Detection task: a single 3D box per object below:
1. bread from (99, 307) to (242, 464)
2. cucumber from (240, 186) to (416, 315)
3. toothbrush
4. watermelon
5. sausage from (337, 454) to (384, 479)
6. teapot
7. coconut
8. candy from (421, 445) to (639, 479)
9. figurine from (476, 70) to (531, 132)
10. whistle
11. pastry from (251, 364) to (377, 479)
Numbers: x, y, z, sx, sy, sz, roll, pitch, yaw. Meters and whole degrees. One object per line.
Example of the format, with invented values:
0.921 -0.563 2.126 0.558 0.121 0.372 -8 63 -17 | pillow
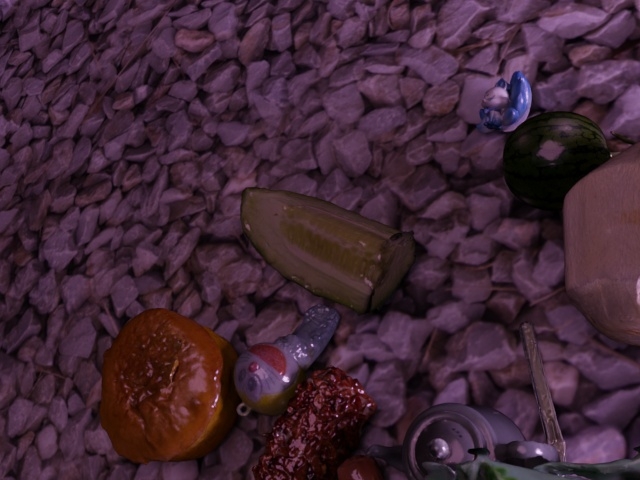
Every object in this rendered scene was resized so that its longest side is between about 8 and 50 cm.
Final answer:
-0.247 0.247 1.243 0.268 0.145 0.269 -14 63 29 | bread
0.001 0.002 1.244 0.325 0.105 0.145 24 107 36 | cucumber
0.302 0.240 1.000 0.026 0.028 0.294 -18 54 20 | toothbrush
0.352 -0.115 1.069 0.187 0.141 0.141 -9 63 20 | watermelon
0.087 0.429 1.003 0.078 0.078 0.304 -29 56 15 | sausage
0.183 0.276 0.974 0.239 0.149 0.162 -7 63 28 | teapot
0.418 -0.010 0.922 0.237 0.237 0.266 -4 64 29 | coconut
0.309 0.363 0.838 0.397 0.172 0.263 -5 96 26 | candy
0.291 -0.222 1.191 0.114 0.079 0.114 -161 90 -79 | figurine
-0.055 0.183 1.185 0.123 0.123 0.223 29 69 36 | whistle
-0.009 0.286 1.110 0.115 0.097 0.209 25 79 38 | pastry
